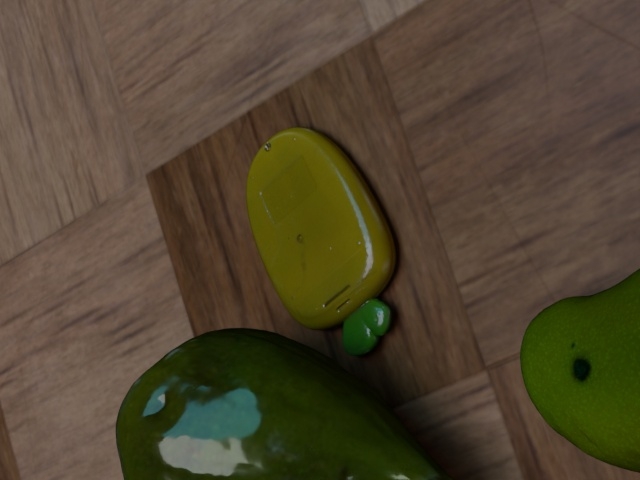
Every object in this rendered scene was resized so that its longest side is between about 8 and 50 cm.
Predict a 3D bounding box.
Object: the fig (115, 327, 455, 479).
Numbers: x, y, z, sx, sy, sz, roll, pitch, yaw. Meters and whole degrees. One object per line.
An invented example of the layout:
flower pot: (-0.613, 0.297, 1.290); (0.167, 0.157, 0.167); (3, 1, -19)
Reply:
fig: (-0.031, 0.218, 1.408); (0.314, 0.233, 0.233); (40, 116, 27)

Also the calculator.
calculator: (0.000, 0.000, 1.494); (0.146, 0.032, 0.235); (-41, 64, 33)

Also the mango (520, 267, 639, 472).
mango: (0.273, 0.095, 1.206); (0.293, 0.143, 0.175); (-12, 82, 49)
